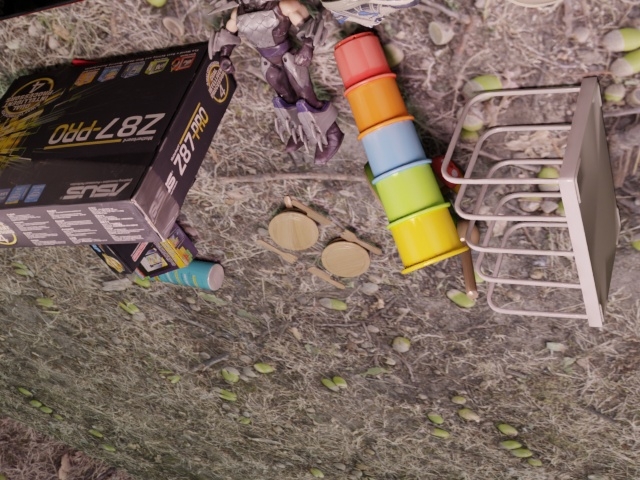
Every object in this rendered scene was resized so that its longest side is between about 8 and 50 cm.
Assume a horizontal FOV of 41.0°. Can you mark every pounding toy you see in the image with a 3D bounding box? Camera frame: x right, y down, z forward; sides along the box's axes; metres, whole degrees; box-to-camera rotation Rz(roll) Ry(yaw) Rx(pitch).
[{"bbox_3d":[0.180,-0.057,1.254,0.110,0.183,0.237,-40,110,20],"label":"pounding toy"}]

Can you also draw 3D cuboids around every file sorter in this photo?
[{"bbox_3d":[0.294,-0.047,1.164,0.173,0.193,0.277,1,138,29],"label":"file sorter"}]

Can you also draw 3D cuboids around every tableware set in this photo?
[{"bbox_3d":[0.000,0.000,1.492,0.194,0.039,0.128,29,131,-18],"label":"tableware set"}]

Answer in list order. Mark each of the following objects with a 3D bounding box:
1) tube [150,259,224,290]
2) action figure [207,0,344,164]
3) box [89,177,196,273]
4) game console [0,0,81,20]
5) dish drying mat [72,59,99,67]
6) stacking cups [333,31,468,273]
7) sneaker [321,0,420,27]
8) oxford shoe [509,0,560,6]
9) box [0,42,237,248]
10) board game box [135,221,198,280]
[{"bbox_3d":[-0.290,0.059,1.705,0.207,0.052,0.080,7,130,29],"label":"tube"},{"bbox_3d":[-0.055,-0.246,1.173,0.185,0.099,0.285,10,139,41],"label":"action figure"},{"bbox_3d":[-0.316,-0.083,1.398,0.051,0.220,0.175,-1,137,37],"label":"box"},{"bbox_3d":[-0.462,-0.463,1.159,0.387,0.060,0.342,-4,130,29],"label":"game console"},{"bbox_3d":[-0.353,-0.271,1.364,0.083,0.008,0.032,10,142,16],"label":"dish drying mat"},{"bbox_3d":[0.091,-0.116,1.128,0.096,0.096,0.316,-25,86,44],"label":"stacking cups"},{"bbox_3d":[0.070,-0.302,1.090,0.135,0.052,0.058,7,150,31],"label":"sneaker"},{"bbox_3d":[0.328,-0.362,0.819,0.169,0.130,0.449,38,141,-21],"label":"oxford shoe"},{"bbox_3d":[-0.351,-0.134,1.261,0.395,0.318,0.097,-2,141,26],"label":"box"},{"bbox_3d":[-0.332,-0.014,1.609,0.141,0.048,0.170,-17,117,38],"label":"board game box"}]
